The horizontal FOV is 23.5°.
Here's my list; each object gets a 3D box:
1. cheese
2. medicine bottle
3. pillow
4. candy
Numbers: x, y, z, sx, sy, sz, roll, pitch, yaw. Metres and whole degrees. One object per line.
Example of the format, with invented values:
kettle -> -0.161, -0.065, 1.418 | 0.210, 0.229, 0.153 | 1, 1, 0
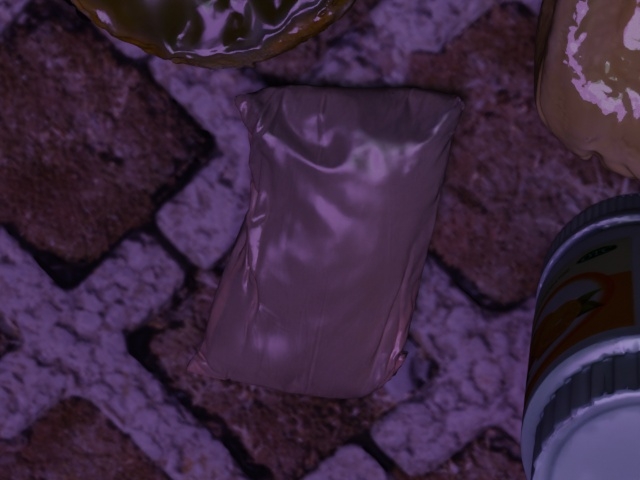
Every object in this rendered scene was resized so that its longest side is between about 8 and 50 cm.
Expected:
cheese -> 0.257, -0.146, 1.050 | 0.213, 0.117, 0.226 | 18, 112, 1
medicine bottle -> 0.218, 0.092, 1.039 | 0.158, 0.318, 0.158 | 3, 111, 9
pillow -> 0.000, 0.000, 1.184 | 0.173, 0.067, 0.270 | 11, 113, 1
candy -> -0.073, -0.247, 1.080 | 0.259, 0.118, 0.260 | 2, 112, 5
